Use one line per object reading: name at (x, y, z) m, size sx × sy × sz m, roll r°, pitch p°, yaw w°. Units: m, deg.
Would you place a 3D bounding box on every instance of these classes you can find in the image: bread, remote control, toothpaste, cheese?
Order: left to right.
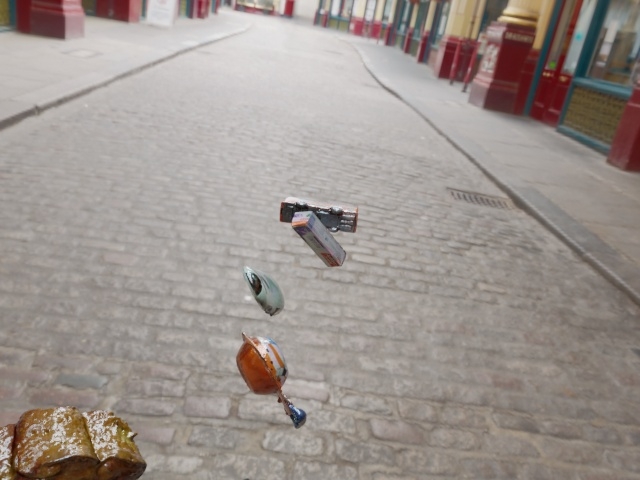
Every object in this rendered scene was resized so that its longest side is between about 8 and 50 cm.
bread at (-0.357, 0.333, 0.768) m, size 0.232 × 0.247 × 0.135 m, roll -18°, pitch 50°, yaw -12°
remote control at (-0.105, 0.096, 1.061) m, size 0.045 × 0.097 × 0.256 m, roll -29°, pitch -9°, yaw -1°
cheese at (-0.150, 0.414, 1.667) m, size 0.129 × 0.217 × 0.329 m, roll -30°, pitch 63°, yaw -19°
toothpaste at (0.000, 0.000, 1.273) m, size 0.047 × 0.040 × 0.196 m, roll -4°, pitch -31°, yaw 27°

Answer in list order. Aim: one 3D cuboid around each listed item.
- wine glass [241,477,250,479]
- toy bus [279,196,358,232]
wine glass at (-0.231, 0.601, 1.165) m, size 0.232 × 0.156 × 0.156 m, roll -29°, pitch 18°, yaw 12°
toy bus at (-0.002, -0.064, 1.383) m, size 0.192 × 0.065 × 0.077 m, roll 9°, pitch 21°, yaw 6°
